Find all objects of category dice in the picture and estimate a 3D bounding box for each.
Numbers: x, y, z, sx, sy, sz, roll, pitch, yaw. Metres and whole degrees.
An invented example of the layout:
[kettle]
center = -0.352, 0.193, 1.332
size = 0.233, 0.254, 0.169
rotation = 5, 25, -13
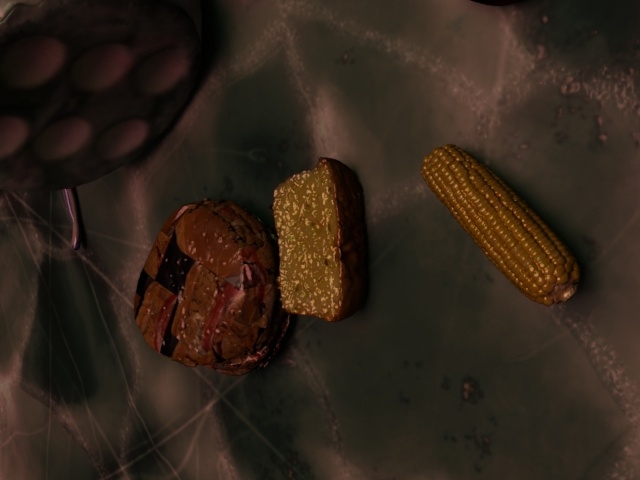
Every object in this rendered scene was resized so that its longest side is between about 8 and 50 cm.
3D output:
[dice]
center = -0.375, -0.277, 1.128
size = 0.348, 0.328, 0.330
rotation = 50, 123, 25

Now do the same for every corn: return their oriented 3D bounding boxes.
[corn]
center = 0.177, -0.017, 0.867
size = 0.206, 0.067, 0.067
rotation = 50, 122, 28

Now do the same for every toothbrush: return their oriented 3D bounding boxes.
[toothbrush]
center = -0.406, -0.114, 1.365
size = 0.021, 0.027, 0.269
rotation = 141, 115, -73

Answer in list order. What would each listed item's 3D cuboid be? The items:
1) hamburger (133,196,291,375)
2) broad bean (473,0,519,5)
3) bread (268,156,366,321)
[hamburger]
center = -0.133, 0.062, 1.110
size = 0.231, 0.107, 0.230
rotation = -4, 84, 40
[broad bean]
center = 0.149, -0.305, 0.856
size = 0.114, 0.084, 0.165
rotation = -19, 75, 23
[bread]
center = 0.000, 0.000, 1.018
size = 0.103, 0.065, 0.187
rotation = -8, 90, 41
